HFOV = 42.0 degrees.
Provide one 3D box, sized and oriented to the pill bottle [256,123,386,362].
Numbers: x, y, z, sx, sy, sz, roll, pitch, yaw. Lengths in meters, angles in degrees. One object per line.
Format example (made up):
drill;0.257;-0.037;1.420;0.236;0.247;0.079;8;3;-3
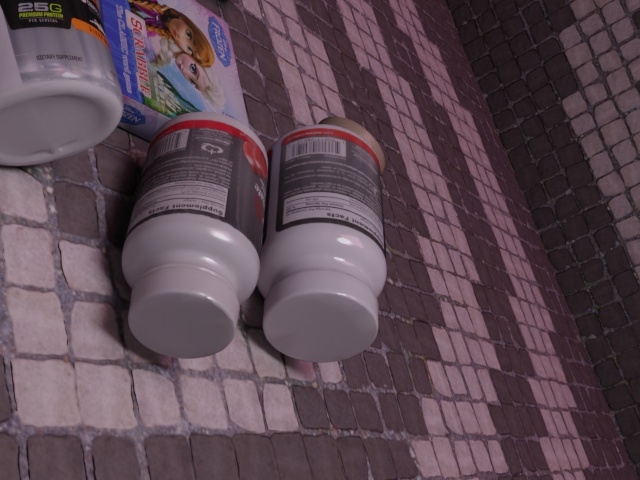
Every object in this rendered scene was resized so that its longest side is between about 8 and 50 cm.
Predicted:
pill bottle;0.000;0.000;1.343;0.210;0.210;0.363;41;34;-35

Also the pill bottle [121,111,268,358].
pill bottle;-0.164;-0.010;1.101;0.176;0.176;0.319;42;33;-34

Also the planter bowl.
planter bowl;0.029;-0.143;1.612;0.162;0.162;0.109;51;54;-20

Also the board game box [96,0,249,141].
board game box;-0.250;-0.289;1.335;0.318;0.066;0.319;24;45;-51

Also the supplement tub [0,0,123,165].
supplement tub;-0.361;-0.265;0.979;0.193;0.193;0.316;8;58;-58
